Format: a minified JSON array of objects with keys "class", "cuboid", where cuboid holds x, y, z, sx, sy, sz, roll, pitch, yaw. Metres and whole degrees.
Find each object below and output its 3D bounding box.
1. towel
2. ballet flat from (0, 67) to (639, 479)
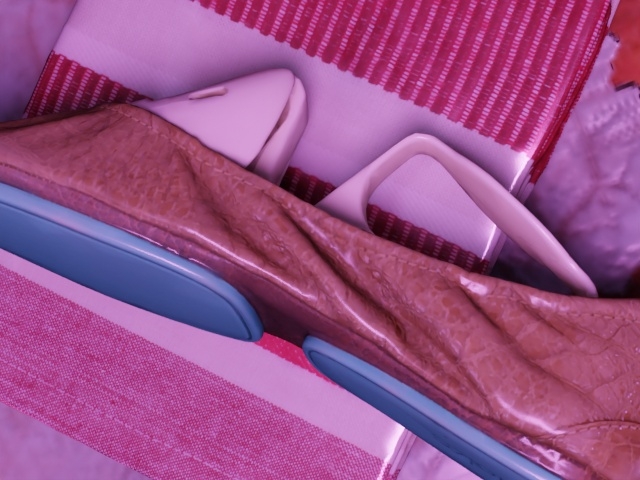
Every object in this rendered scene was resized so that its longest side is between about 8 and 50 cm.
[{"class":"towel","cuboid":[-0.022,-0.042,0.912,0.237,0.037,0.329,26,95,12]},{"class":"ballet flat","cuboid":[0.000,0.000,0.841,0.342,0.116,0.124,24,75,13]}]
